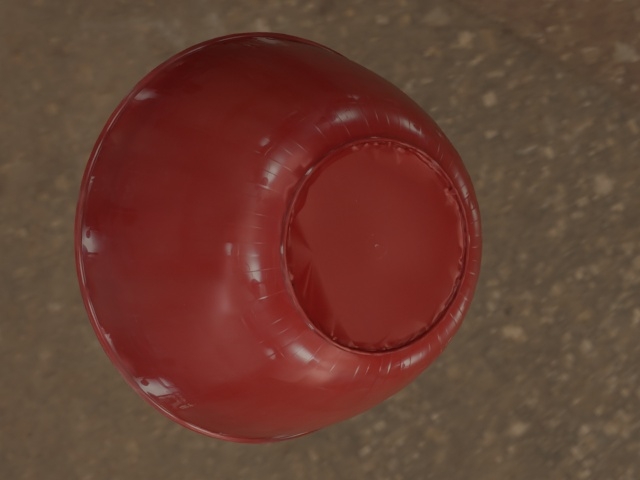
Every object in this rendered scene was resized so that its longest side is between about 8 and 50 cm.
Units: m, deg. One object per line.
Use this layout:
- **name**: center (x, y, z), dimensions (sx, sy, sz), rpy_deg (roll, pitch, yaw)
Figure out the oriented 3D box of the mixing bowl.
- **mixing bowl**: center (0.000, 0.000, 0.721), dimensions (0.098, 0.181, 0.181), rpy_deg (3, 106, 60)
